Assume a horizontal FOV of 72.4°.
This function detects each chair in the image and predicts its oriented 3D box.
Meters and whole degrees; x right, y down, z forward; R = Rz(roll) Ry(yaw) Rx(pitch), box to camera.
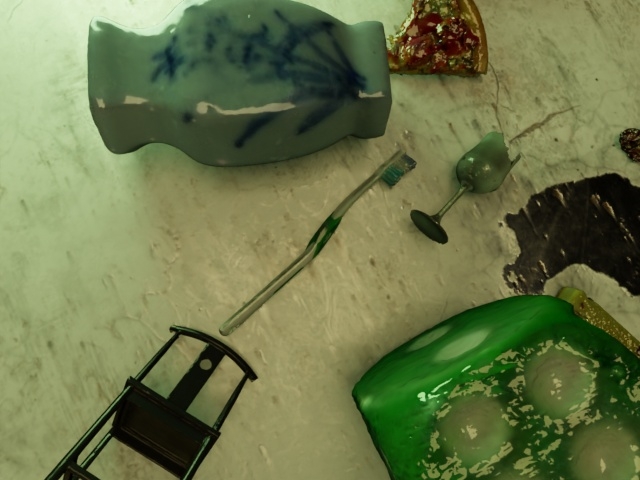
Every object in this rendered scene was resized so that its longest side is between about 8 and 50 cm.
[{"bbox_3d":[-0.219,0.261,0.591,0.154,0.141,0.260,32,35,0],"label":"chair"}]

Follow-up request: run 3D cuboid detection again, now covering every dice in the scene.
[{"bbox_3d":[0.225,0.254,0.546,0.287,0.300,0.297,-25,84,-7],"label":"dice"}]

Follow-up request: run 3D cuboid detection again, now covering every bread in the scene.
[{"bbox_3d":[0.466,0.180,0.705,0.226,0.049,0.088,42,80,3],"label":"bread"}]

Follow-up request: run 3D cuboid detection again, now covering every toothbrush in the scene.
[{"bbox_3d":[-0.004,-0.003,0.695,0.418,0.042,0.040,-42,75,-10],"label":"toothbrush"}]

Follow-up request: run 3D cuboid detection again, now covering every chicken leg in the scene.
[{"bbox_3d":[0.602,-0.160,0.781,0.144,0.037,0.062,17,102,-2],"label":"chicken leg"}]

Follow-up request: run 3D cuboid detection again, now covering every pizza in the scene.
[{"bbox_3d":[0.192,-0.337,0.745,0.193,0.053,0.201,-39,103,3],"label":"pizza"}]

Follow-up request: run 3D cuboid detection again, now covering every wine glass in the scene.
[{"bbox_3d":[0.238,-0.088,0.713,0.079,0.079,0.195,43,81,2],"label":"wine glass"}]

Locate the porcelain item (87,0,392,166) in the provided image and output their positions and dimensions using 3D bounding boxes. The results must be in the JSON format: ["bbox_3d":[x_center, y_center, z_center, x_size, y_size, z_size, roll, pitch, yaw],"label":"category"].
[{"bbox_3d":[-0.108,-0.229,0.653,0.404,0.178,0.243,-4,80,-9],"label":"porcelain item"}]
